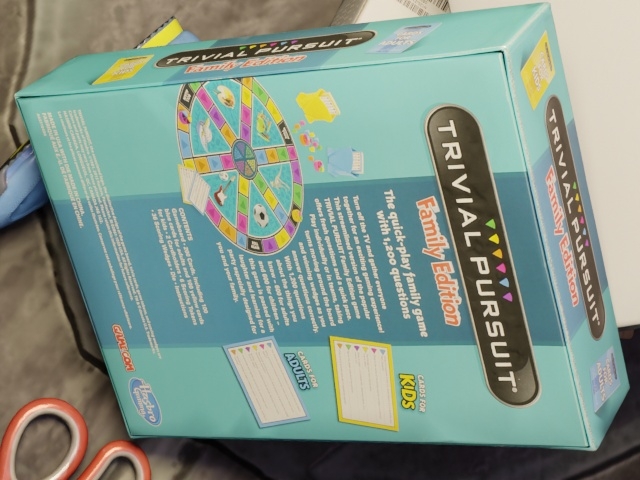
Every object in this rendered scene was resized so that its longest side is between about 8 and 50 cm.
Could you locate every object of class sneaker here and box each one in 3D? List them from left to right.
[{"bbox_3d":[-0.149,-0.063,1.147,0.209,0.069,0.082,-42,102,-17],"label":"sneaker"}]

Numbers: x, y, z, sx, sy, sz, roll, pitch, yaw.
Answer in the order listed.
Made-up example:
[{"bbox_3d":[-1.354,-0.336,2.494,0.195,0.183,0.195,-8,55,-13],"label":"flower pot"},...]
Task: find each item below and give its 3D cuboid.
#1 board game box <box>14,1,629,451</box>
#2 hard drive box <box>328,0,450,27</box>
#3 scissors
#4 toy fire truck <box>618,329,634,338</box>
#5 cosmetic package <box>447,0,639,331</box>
[{"bbox_3d":[0.000,0.000,1.028,0.079,0.336,0.254,-46,127,-52],"label":"board game box"},{"bbox_3d":[0.065,-0.066,1.205,0.181,0.089,0.232,31,76,-13],"label":"hard drive box"},{"bbox_3d":[-0.241,0.231,1.114,0.109,0.021,0.297,46,73,-9],"label":"scissors"},{"bbox_3d":[0.210,0.024,1.217,0.192,0.047,0.135,-49,121,-35],"label":"toy fire truck"},{"bbox_3d":[0.335,-0.141,1.101,0.393,0.327,0.329,-11,88,-48],"label":"cosmetic package"}]
